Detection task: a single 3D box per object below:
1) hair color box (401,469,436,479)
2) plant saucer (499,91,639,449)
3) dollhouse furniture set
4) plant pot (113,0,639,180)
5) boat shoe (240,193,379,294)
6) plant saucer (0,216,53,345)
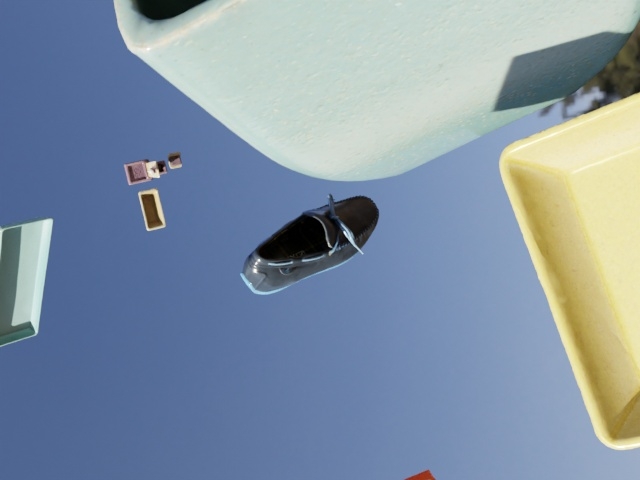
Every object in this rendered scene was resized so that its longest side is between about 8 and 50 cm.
[{"bbox_3d":[-0.006,0.150,0.372,0.141,0.043,0.072,-11,-43,-38],"label":"hair color box"},{"bbox_3d":[0.385,0.007,0.886,0.081,0.333,0.332,-14,-96,-59],"label":"plant saucer"},{"bbox_3d":[-0.249,-0.078,1.458,0.091,0.081,0.114,-15,-81,-23],"label":"dollhouse furniture set"},{"bbox_3d":[0.041,-0.174,0.527,0.252,0.247,0.247,49,-160,-56],"label":"plant pot"},{"bbox_3d":[0.000,0.000,1.383,0.258,0.109,0.089,-37,-19,-33],"label":"boat shoe"},{"bbox_3d":[-0.373,0.051,1.125,0.067,0.018,0.192,-17,-41,-42],"label":"plant saucer"}]
